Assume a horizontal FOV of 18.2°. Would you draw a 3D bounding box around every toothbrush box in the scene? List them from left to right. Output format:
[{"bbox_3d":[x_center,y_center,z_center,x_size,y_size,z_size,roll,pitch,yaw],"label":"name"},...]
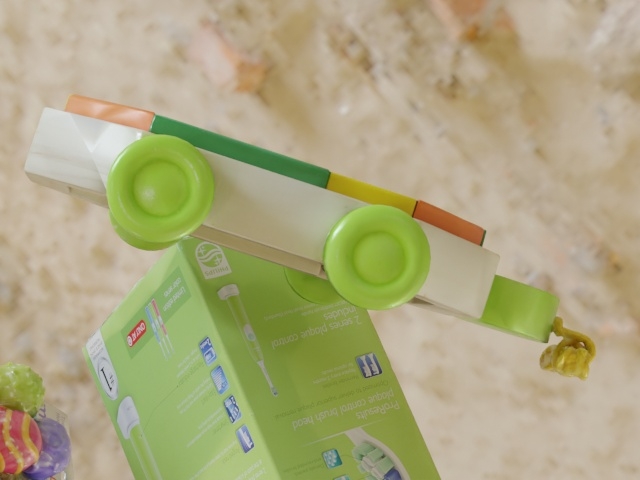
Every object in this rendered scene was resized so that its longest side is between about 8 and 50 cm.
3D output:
[{"bbox_3d":[-0.034,0.149,1.375,0.206,0.122,0.283,-46,63,55],"label":"toothbrush box"}]

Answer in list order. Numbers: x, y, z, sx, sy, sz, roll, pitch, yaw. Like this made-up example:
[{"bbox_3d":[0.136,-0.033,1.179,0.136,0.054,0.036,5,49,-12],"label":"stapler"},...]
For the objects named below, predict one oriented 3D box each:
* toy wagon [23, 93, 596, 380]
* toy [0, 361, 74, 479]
[{"bbox_3d":[0.000,0.000,1.157,0.344,0.068,0.267,17,177,-6],"label":"toy wagon"},{"bbox_3d":[-0.229,0.127,1.425,0.056,0.137,0.237,-24,141,22],"label":"toy"}]
